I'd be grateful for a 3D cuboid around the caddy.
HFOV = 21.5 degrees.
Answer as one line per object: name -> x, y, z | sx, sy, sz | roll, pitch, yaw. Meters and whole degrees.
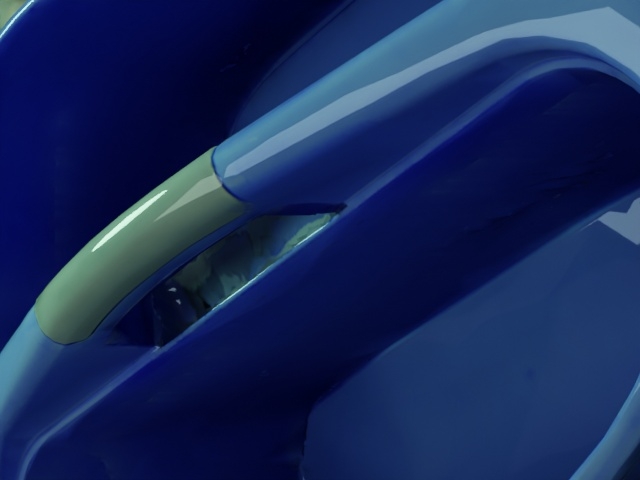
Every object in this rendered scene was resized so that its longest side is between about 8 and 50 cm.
caddy -> 0.000, 0.000, 0.537 | 0.341, 0.179, 0.241 | -37, 67, 38
